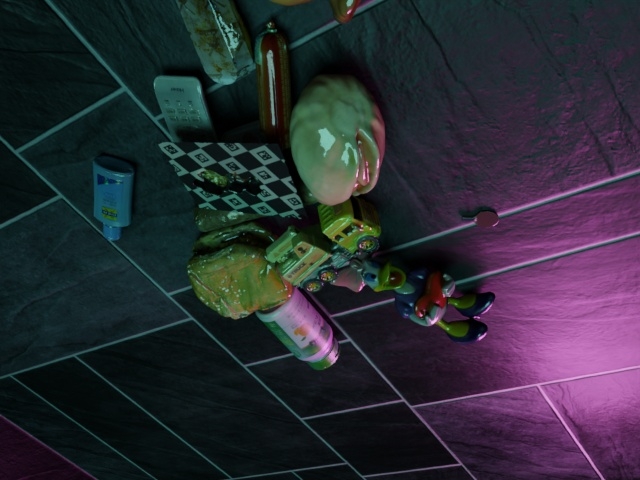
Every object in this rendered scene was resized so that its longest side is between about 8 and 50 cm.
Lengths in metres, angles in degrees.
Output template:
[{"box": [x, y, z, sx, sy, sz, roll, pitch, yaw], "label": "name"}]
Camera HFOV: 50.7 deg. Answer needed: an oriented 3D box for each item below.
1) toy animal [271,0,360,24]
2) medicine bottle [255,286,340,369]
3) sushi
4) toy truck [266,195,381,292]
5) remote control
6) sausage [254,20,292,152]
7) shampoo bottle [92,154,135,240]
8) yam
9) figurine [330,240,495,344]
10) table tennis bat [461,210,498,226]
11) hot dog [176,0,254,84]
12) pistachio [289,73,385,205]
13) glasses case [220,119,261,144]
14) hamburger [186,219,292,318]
[{"box": [-0.071, -0.498, 1.113, 0.338, 0.216, 0.191, 23, 109, -3], "label": "toy animal"}, {"box": [-0.055, 0.245, 1.889, 0.133, 0.133, 0.274, -17, 128, 29], "label": "medicine bottle"}, {"box": [-0.180, -0.151, 1.498, 0.290, 0.050, 0.264, 6, 148, 20], "label": "sushi"}, {"box": [0.000, 0.000, 1.589, 0.157, 0.124, 0.272, 30, 124, -35], "label": "toy truck"}, {"box": [-0.278, -0.241, 1.522, 0.109, 0.055, 0.313, 6, 140, 15], "label": "remote control"}, {"box": [-0.093, -0.309, 1.363, 0.083, 0.083, 0.264, 5, 124, 10], "label": "sausage"}, {"box": [-0.527, -0.100, 1.721, 0.104, 0.061, 0.258, 18, 136, -1], "label": "shampoo bottle"}, {"box": [-0.148, -0.089, 1.617, 0.357, 0.081, 0.081, -13, 130, 26], "label": "yam"}, {"box": [0.236, 0.126, 1.690, 0.421, 0.154, 0.193, 28, 170, -25], "label": "figurine"}, {"box": [0.370, -0.050, 1.567, 0.083, 0.007, 0.050, 2, 135, 10], "label": "table tennis bat"}, {"box": [-0.208, -0.419, 1.311, 0.131, 0.069, 0.252, 3, 133, 29], "label": "hot dog"}, {"box": [0.030, -0.196, 1.395, 0.193, 0.214, 0.318, -26, 147, -19], "label": "pistachio"}, {"box": [-0.146, -0.229, 1.500, 0.164, 0.041, 0.063, -13, 127, 22], "label": "glasses case"}, {"box": [-0.209, 0.074, 1.750, 0.283, 0.144, 0.259, -15, 126, 21], "label": "hamburger"}]
